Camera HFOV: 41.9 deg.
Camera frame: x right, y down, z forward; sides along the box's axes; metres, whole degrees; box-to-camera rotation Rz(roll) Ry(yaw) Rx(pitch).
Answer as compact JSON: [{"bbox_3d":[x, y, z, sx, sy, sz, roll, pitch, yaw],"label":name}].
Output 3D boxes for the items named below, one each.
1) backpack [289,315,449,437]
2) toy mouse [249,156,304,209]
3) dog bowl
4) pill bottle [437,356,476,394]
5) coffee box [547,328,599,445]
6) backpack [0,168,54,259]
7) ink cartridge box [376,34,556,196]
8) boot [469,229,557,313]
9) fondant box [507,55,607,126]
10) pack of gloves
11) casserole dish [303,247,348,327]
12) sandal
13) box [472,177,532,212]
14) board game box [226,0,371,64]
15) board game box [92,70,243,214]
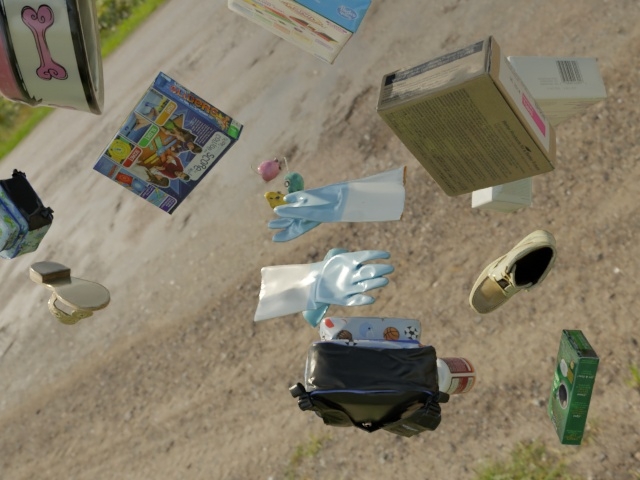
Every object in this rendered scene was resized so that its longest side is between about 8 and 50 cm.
[{"bbox_3d":[0.089,0.261,1.578,0.263,0.277,0.213,92,-176,-60],"label":"backpack"},{"bbox_3d":[-0.070,-0.118,1.614,0.031,0.161,0.143,-24,36,35],"label":"toy mouse"},{"bbox_3d":[-0.443,-0.394,1.310,0.151,0.407,0.408,-7,24,-10],"label":"dog bowl"},{"bbox_3d":[0.274,0.304,1.872,0.086,0.152,0.086,-7,80,44],"label":"pill bottle"},{"bbox_3d":[0.460,0.267,1.530,0.113,0.041,0.184,-91,4,-69],"label":"coffee box"},{"bbox_3d":[-0.469,-0.028,1.254,0.084,0.105,0.114,-28,-17,-46],"label":"backpack"},{"bbox_3d":[0.230,-0.184,1.299,0.193,0.235,0.088,-14,48,34],"label":"ink cartridge box"},{"bbox_3d":[0.364,0.072,1.592,0.213,0.077,0.165,-46,-2,15],"label":"boot"},{"bbox_3d":[0.385,-0.270,1.746,0.330,0.238,0.096,-31,69,57],"label":"fondant box"},{"bbox_3d":[0.000,0.000,1.121,0.232,0.046,0.195,-12,59,37],"label":"pack of gloves"},{"bbox_3d":[0.008,0.085,1.617,0.114,0.037,0.188,-60,7,36],"label":"casserole dish"},{"bbox_3d":[-0.451,0.111,1.508,0.240,0.088,0.079,24,116,43],"label":"sandal"},{"bbox_3d":[0.405,-0.116,1.869,0.101,0.102,0.087,154,123,-72],"label":"box"},{"bbox_3d":[-0.050,-0.426,1.510,0.064,0.242,0.316,-63,7,-1],"label":"board game box"},{"bbox_3d":[-0.219,-0.131,1.187,0.201,0.136,0.035,-40,26,40],"label":"board game box"}]
